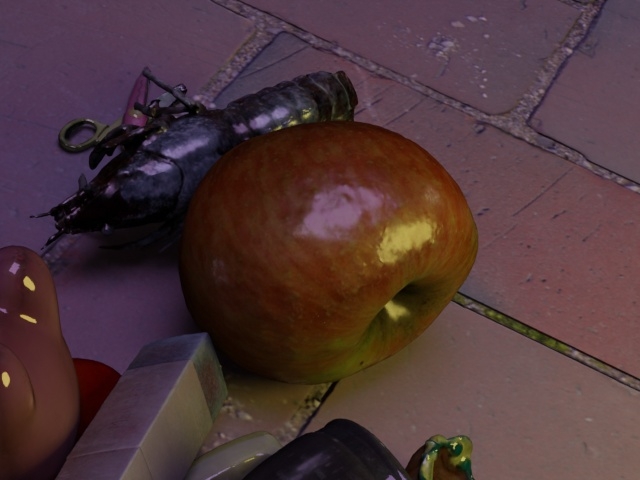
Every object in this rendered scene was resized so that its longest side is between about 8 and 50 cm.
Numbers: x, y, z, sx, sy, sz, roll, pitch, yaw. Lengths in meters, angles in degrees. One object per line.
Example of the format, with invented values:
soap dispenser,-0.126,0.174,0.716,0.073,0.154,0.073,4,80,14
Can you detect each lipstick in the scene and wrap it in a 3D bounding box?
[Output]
lipstick,-0.171,0.199,1.676,0.076,0.079,0.371,-11,20,16

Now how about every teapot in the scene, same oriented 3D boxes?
teapot,-0.042,0.277,1.613,0.239,0.239,0.321,-24,58,-21

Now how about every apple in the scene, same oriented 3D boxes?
apple,0.000,0.000,1.889,0.309,0.277,0.250,-13,52,-45

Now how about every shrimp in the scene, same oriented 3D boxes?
shrimp,-0.135,-0.094,2.006,0.410,0.166,0.221,-25,94,-12

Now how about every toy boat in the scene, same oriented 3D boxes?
toy boat,0.129,0.308,1.718,0.099,0.108,0.293,-27,39,12

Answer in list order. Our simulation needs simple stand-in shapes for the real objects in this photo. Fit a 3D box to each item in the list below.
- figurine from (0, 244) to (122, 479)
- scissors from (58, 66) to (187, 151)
figurine,-0.327,0.160,1.686,0.211,0.261,0.269,-10,41,13
scissors,-0.221,-0.145,2.176,0.133,0.020,0.187,24,44,5
